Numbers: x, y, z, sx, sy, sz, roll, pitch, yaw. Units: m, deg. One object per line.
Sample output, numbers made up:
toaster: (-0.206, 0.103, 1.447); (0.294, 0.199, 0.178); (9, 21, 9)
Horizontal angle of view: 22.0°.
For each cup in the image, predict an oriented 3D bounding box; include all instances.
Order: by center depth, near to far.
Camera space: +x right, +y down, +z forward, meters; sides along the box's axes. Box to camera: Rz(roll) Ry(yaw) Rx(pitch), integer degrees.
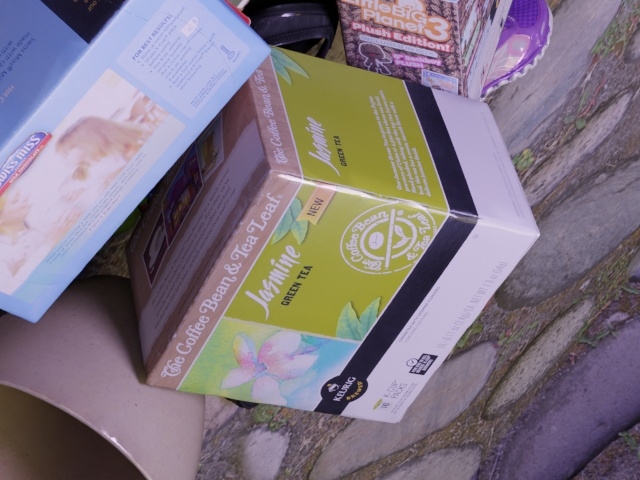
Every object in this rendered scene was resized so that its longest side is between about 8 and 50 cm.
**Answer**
cup: (-0.263, 0.180, 1.883); (0.331, 0.331, 0.237); (98, 17, -50)

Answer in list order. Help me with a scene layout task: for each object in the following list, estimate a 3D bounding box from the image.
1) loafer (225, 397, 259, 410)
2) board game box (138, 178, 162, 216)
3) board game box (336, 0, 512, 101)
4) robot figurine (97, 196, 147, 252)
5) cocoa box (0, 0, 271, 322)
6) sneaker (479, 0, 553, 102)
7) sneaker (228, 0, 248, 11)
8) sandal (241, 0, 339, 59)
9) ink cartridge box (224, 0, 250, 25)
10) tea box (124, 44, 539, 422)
loafer: (-0.079, 0.154, 2.323); (0.109, 0.095, 0.302); (-30, 149, -32)
board game box: (-0.145, -0.044, 2.021); (0.145, 0.027, 0.281); (-44, 154, -10)
board game box: (0.124, -0.297, 1.840); (0.291, 0.141, 0.232); (78, 29, -59)
robot figurine: (-0.249, -0.034, 1.825); (0.115, 0.067, 0.101); (-22, 157, -42)
cocoa box: (-0.263, -0.141, 1.465); (0.347, 0.228, 0.231); (-49, 154, 2)
sneaker: (0.216, -0.253, 2.219); (0.236, 0.095, 0.104); (-44, 147, -6)
sneaker: (-0.087, -0.315, 1.689); (0.192, 0.064, 0.086); (-56, 153, 4)
sandal: (-0.093, -0.187, 1.804); (0.446, 0.107, 0.167); (-37, 153, -21)
ink cartridge box: (-0.196, -0.178, 1.627); (0.231, 0.134, 0.078); (-48, 154, 0)
tea box: (0.000, 0.000, 1.784); (0.323, 0.220, 0.329); (12, 131, -25)
